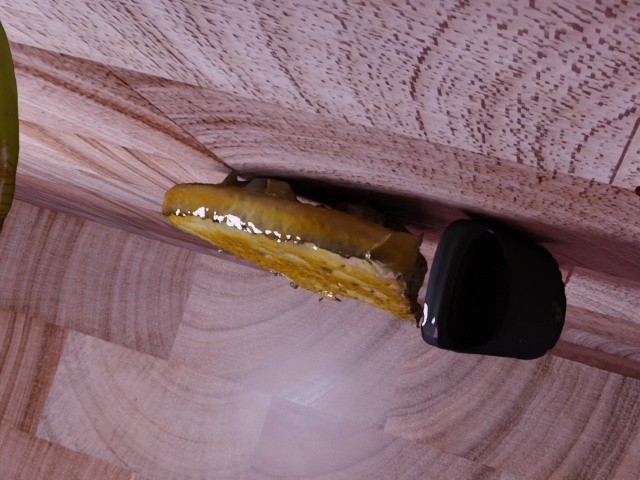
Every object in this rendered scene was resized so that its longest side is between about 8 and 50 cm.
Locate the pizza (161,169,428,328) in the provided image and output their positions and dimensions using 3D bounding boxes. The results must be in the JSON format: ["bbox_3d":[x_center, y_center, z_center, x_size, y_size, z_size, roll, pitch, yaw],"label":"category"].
[{"bbox_3d":[0.000,0.000,0.859,0.323,0.089,0.223,14,168,43],"label":"pizza"}]

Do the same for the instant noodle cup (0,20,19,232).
[{"bbox_3d":[-0.322,-0.053,0.375,0.222,0.311,0.311,24,179,37],"label":"instant noodle cup"}]

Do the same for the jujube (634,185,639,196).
[{"bbox_3d":[0.202,0.016,0.377,0.104,0.104,0.166,12,171,42],"label":"jujube"}]

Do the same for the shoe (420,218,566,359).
[{"bbox_3d":[0.167,0.047,0.759,0.093,0.108,0.241,12,180,29],"label":"shoe"}]
